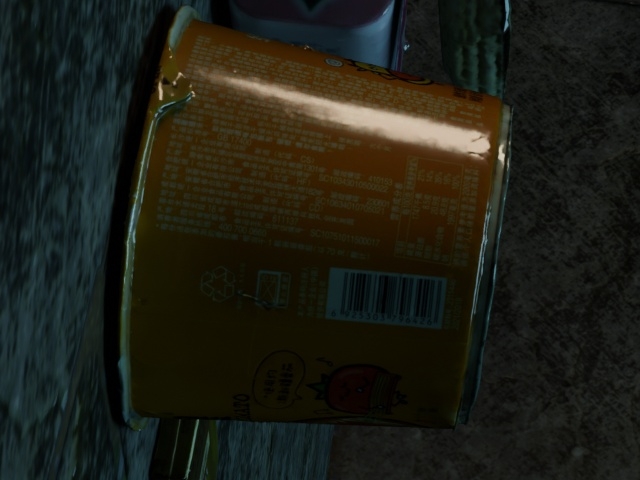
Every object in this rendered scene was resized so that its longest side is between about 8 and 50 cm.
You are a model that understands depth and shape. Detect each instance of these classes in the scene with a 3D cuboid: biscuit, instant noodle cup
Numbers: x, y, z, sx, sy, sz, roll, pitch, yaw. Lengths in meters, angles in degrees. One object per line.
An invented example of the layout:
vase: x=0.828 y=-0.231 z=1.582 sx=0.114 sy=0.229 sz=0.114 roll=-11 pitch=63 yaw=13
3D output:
biscuit: x=0.087 y=-0.223 z=1.203 sx=0.150 sy=0.052 sz=0.252 roll=78 pitch=9 yaw=-66
instant noodle cup: x=0.000 y=0.000 z=0.985 sx=0.216 sy=0.172 sz=0.216 roll=8 pitch=90 yaw=-86

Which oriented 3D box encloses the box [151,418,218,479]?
box: x=-0.078 y=0.133 z=1.172 sx=0.133 sy=0.023 sz=0.090 roll=91 pitch=8 yaw=-55

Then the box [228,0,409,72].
box: x=0.007 y=-0.144 z=1.319 sx=0.370 sy=0.112 sz=0.190 roll=84 pitch=15 yaw=-71
